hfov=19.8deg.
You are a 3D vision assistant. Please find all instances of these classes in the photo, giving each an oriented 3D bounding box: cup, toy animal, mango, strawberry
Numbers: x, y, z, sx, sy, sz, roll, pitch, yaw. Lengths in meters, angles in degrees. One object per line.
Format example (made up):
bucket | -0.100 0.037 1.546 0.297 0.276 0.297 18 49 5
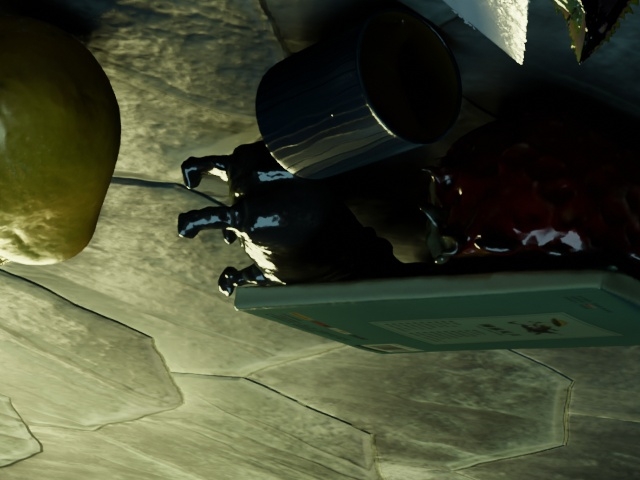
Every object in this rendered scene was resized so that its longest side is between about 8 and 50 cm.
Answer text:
cup | 0.040 -0.110 1.523 0.150 0.113 0.138 31 149 -32
toy animal | -0.012 0.005 1.784 0.168 0.106 0.343 -13 152 25
mango | -0.261 -0.082 1.624 0.176 0.119 0.317 -27 146 -19
strawberry | 0.218 -0.034 1.585 0.280 0.150 0.253 -1 168 17

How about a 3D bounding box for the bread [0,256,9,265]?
bread | -0.376 -0.029 1.801 0.236 0.140 0.106 -5 148 24

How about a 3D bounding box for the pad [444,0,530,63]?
pad | 0.092 -0.228 1.283 0.156 0.004 0.232 43 162 22

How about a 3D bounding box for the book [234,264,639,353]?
book | 0.147 0.068 1.665 0.379 0.031 0.264 -4 166 34

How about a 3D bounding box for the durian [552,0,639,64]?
durian | 0.172 -0.238 1.273 0.108 0.119 0.186 38 162 42
